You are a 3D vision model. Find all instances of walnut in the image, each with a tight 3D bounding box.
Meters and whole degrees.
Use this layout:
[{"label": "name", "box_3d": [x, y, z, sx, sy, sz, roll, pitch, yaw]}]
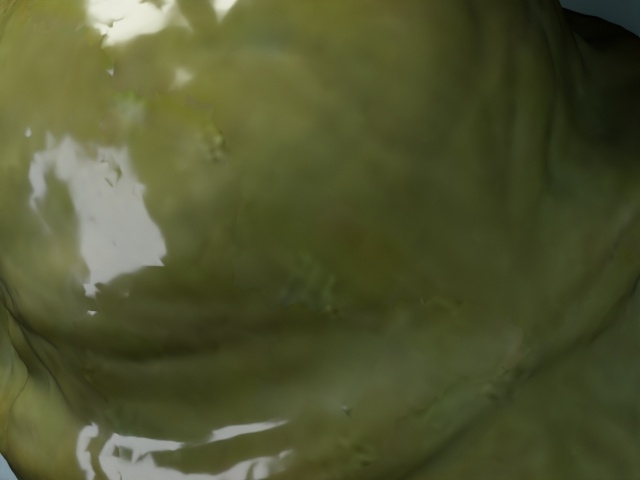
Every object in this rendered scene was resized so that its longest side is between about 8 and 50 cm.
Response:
[{"label": "walnut", "box_3d": [0.001, 0.002, 0.511, 0.277, 0.253, 0.282, -149, 50, -62]}]
